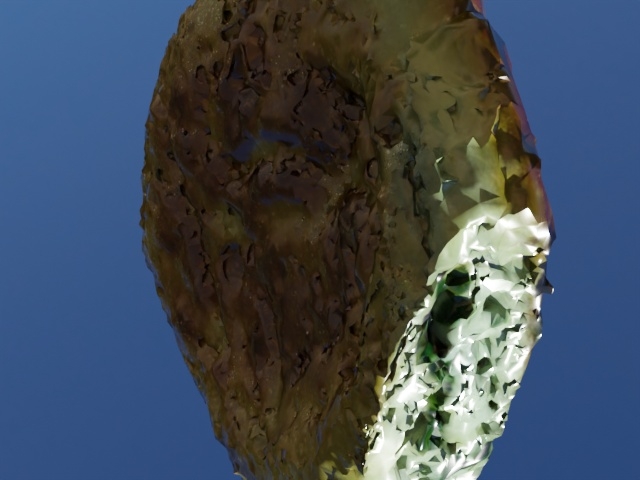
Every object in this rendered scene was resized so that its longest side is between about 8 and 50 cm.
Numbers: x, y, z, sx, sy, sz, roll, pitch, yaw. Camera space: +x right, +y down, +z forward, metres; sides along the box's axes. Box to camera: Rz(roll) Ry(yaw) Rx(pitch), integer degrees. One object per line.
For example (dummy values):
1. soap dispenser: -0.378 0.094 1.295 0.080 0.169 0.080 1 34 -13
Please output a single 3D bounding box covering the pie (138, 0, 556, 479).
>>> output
1. pie: 0.000 0.000 0.827 0.103 0.354 0.288 -6 -141 -28
